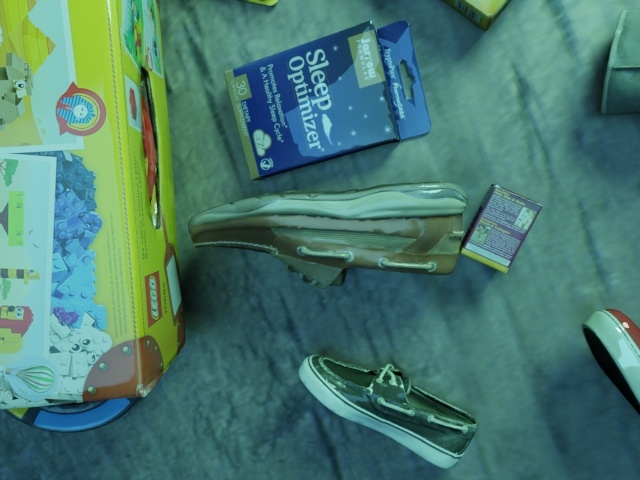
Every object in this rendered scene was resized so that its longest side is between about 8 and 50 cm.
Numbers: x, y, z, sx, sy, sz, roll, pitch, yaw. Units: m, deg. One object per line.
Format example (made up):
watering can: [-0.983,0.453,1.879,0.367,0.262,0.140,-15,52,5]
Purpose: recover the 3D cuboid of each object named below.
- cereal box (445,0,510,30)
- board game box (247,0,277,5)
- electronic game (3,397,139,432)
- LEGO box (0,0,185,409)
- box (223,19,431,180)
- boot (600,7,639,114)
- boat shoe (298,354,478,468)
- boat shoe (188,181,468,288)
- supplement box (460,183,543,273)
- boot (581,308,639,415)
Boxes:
cereal box: [0.185,-0.369,0.445,0.173,0.047,0.240,42,105,6]
board game box: [-0.080,-0.421,0.516,0.124,0.039,0.259,17,104,13]
electronic game: [-0.358,0.168,0.625,0.230,0.048,0.229,-2,103,-7]
LEGO box: [-0.370,-0.089,0.483,0.373,0.193,0.499,-4,93,-5]
box: [0.006,-0.165,0.527,0.226,0.036,0.136,-13,94,15]
boot: [0.365,-0.123,0.384,0.209,0.076,0.189,8,85,29]
boat shoe: [0.081,0.187,0.538,0.219,0.078,0.070,27,104,1]
boat shoe: [0.000,0.000,0.509,0.325,0.123,0.116,-2,99,16]
supplement box: [0.197,-0.014,0.493,0.055,0.043,0.083,26,104,10]
boot: [0.401,0.132,0.442,0.176,0.088,0.244,-40,95,16]
